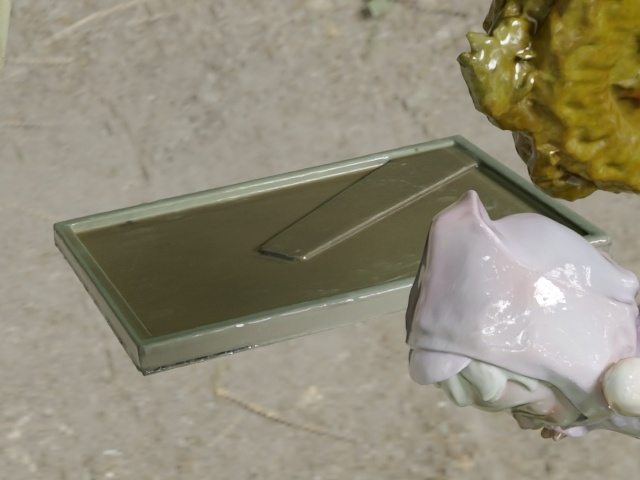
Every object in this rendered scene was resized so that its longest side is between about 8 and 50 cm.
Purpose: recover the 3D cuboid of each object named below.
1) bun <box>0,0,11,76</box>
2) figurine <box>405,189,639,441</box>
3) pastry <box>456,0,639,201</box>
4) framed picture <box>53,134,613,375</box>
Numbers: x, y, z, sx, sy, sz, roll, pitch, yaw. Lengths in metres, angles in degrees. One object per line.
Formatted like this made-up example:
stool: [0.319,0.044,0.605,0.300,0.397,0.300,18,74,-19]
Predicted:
bun: [-0.252,-0.089,1.059,0.128,0.178,0.193,12,98,-15]
figurine: [0.169,0.069,1.201,0.276,0.200,0.133,24,83,-31]
pastry: [0.215,-0.135,1.200,0.240,0.235,0.132,47,16,-41]
framed picture: [0.000,0.000,1.729,0.446,0.326,0.028,-13,114,-17]
